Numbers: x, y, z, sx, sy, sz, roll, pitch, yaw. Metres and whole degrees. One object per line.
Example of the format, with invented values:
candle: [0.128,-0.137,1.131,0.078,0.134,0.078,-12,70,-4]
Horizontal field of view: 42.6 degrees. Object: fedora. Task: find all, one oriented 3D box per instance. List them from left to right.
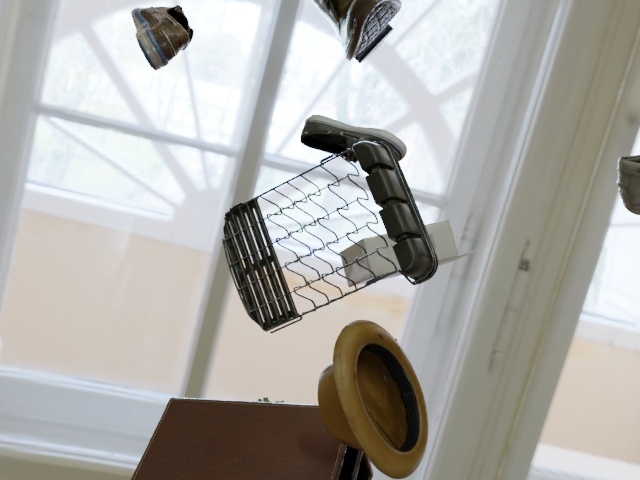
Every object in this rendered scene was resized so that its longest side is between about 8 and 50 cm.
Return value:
fedora: [0.054,0.195,0.986,0.079,0.194,0.194,-24,-13,33]

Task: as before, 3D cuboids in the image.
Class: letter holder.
letter holder: [-0.100,0.362,1.183,0.301,0.152,0.214,-1,38,19]

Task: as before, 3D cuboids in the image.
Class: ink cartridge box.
ink cartridge box: [0.145,0.018,1.350,0.198,0.067,0.115,-12,-8,-20]

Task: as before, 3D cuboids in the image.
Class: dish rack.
dish rack: [0.000,0.000,1.122,0.271,0.208,0.074,-26,-17,19]

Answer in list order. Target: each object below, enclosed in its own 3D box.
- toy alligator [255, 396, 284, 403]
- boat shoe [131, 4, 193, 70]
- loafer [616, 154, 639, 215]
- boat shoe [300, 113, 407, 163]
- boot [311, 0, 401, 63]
toy alligator: [-0.179,0.451,2.102,0.051,0.189,0.056,53,-23,11]
boat shoe: [-0.198,-0.266,1.053,0.066,0.066,0.183,-26,33,-1]
loafer: [0.664,-0.125,1.373,0.319,0.111,0.112,-12,21,20]
boat shoe: [0.064,-0.198,1.712,0.228,0.080,0.076,20,56,9]
boot: [0.025,-0.259,0.903,0.106,0.082,0.219,45,4,-1]
